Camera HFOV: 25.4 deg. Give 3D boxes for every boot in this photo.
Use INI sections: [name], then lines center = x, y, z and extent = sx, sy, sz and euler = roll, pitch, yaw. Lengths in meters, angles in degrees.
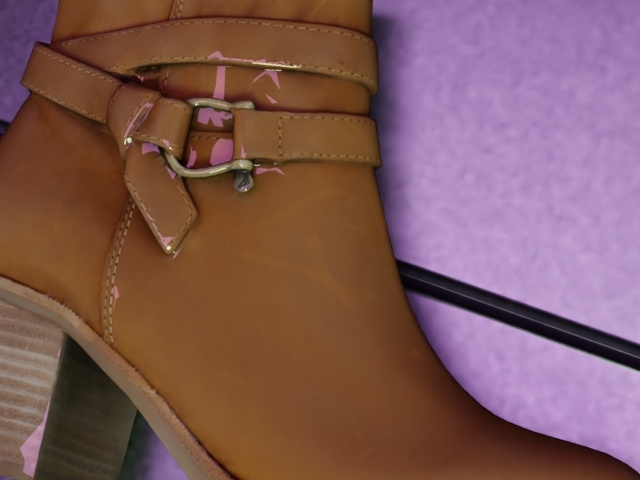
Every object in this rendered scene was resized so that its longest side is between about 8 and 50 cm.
[boot]
center = 0.000, 0.000, 0.520
extent = 0.283, 0.109, 0.220
euler = 9, 78, 23
